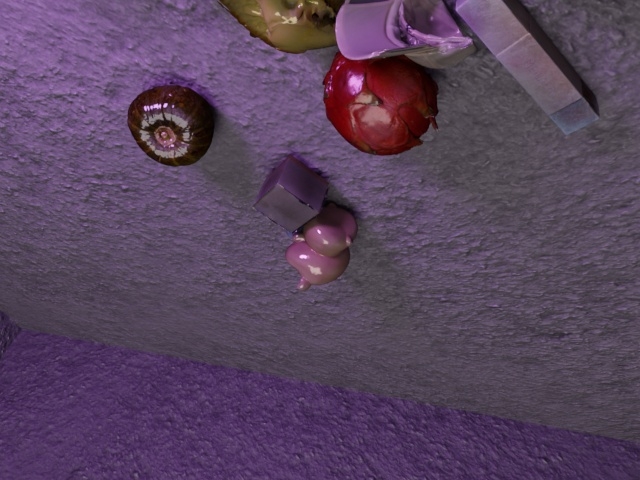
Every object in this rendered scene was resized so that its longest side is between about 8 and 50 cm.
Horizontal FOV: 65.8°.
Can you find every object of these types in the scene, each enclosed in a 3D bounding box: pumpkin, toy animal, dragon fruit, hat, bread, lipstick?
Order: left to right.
[{"bbox_3d":[-0.378,-0.301,1.296,0.219,0.162,0.219,-1,121,-2],"label":"pumpkin"},{"bbox_3d":[-0.071,-0.476,0.944,0.204,0.163,0.262,-9,159,27],"label":"bread"},{"bbox_3d":[0.016,0.010,1.501,0.221,0.210,0.230,-22,92,46],"label":"toy animal"},{"bbox_3d":[0.122,-0.297,1.044,0.241,0.241,0.252,-17,114,36],"label":"dragon fruit"},{"bbox_3d":[0.155,-0.369,0.916,0.226,0.219,0.164,-25,150,11],"label":"hat"},{"bbox_3d":[0.413,-0.360,0.970,0.371,0.080,0.076,36,140,-23],"label":"lipstick"}]

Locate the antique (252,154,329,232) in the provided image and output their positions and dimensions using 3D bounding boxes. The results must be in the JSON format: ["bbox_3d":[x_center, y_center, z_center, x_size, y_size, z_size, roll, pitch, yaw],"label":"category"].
[{"bbox_3d":[-0.078,-0.131,1.390,0.152,0.148,0.146,34,139,-21],"label":"antique"}]
